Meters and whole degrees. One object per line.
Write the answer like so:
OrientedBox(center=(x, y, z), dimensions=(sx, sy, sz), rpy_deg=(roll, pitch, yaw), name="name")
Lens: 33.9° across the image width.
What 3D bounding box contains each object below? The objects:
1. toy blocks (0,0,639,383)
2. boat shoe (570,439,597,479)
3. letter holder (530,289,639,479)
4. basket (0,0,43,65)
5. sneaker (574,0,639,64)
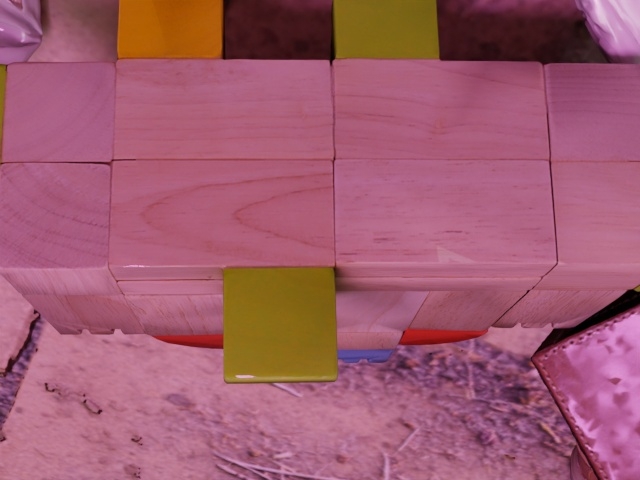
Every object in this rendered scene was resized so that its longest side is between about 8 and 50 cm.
OrientedBox(center=(0.000, 0.000, 0.580), dimensions=(0.381, 0.191, 0.261), rpy_deg=(0, 164, -3), name="toy blocks")
OrientedBox(center=(0.334, 0.163, 0.727), dimensions=(0.324, 0.123, 0.116), rpy_deg=(5, 127, 22), name="boat shoe")
OrientedBox(center=(0.299, 0.135, 0.599), dimensions=(0.214, 0.152, 0.302), rpy_deg=(-30, 87, 26), name="letter holder")
OrientedBox(center=(-0.224, -0.113, 0.524), dimensions=(0.103, 0.167, 0.113), rpy_deg=(16, 135, 6), name="basket")
OrientedBox(center=(0.213, -0.113, 0.530), dimensions=(0.232, 0.090, 0.115), rpy_deg=(29, 125, -32), name="sneaker")
